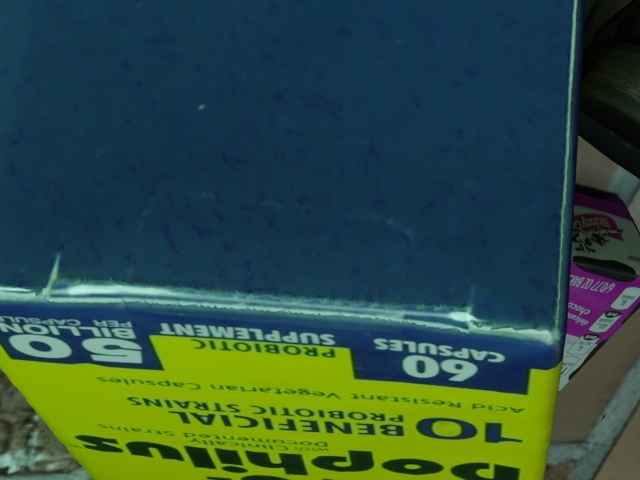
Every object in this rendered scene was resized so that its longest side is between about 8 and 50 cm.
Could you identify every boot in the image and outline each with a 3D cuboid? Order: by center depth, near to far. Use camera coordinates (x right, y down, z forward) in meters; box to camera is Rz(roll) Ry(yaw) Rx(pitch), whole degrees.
[{"bbox_3d":[0.207,-0.133,0.823,0.091,0.263,0.229,36,92,-1],"label":"boot"}]

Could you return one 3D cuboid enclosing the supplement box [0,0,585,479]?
[{"bbox_3d":[0.000,0.000,0.719,0.194,0.195,0.356,4,159,7],"label":"supplement box"}]

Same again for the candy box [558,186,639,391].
[{"bbox_3d":[0.062,0.062,1.031,0.159,0.071,0.233,11,133,-33],"label":"candy box"}]
